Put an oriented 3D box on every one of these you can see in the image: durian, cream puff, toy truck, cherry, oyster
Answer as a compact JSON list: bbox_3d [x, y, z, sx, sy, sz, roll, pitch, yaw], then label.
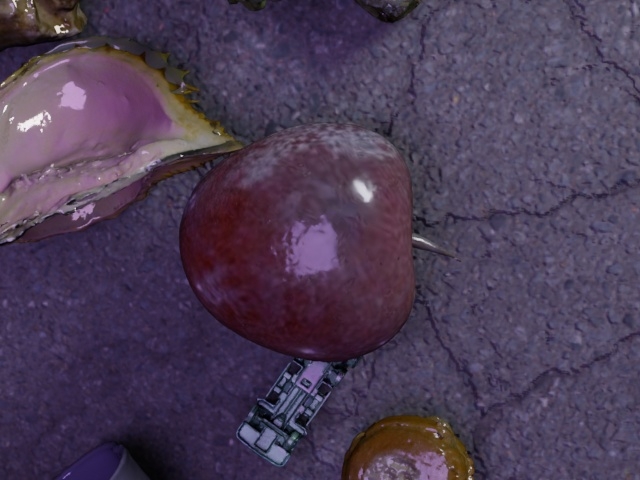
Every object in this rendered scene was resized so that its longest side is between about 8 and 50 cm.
[{"bbox_3d":[-0.250,-0.114,1.638,0.305,0.185,0.196,-25,81,4],"label":"durian"},{"bbox_3d":[0.092,0.246,1.654,0.144,0.103,0.126,-17,83,14],"label":"cream puff"},{"bbox_3d":[-0.018,0.155,1.685,0.067,0.081,0.175,35,86,3],"label":"toy truck"},{"bbox_3d":[0.000,0.000,1.567,0.285,0.213,0.236,7,72,1],"label":"cherry"},{"bbox_3d":[-0.348,-0.246,1.643,0.341,0.166,0.110,-15,91,-1],"label":"oyster"}]

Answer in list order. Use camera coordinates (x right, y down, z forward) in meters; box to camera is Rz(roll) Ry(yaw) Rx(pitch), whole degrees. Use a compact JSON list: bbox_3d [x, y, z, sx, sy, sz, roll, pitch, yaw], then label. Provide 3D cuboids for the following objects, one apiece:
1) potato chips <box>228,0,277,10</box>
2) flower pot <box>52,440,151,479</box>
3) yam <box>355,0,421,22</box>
[{"bbox_3d":[-0.032,-0.431,1.517,0.389,0.097,0.373,-52,55,11],"label":"potato chips"},{"bbox_3d":[-0.227,0.387,1.690,0.265,0.265,0.243,-39,105,16],"label":"flower pot"},{"bbox_3d":[0.028,-0.294,1.580,0.179,0.078,0.078,40,105,1],"label":"yam"}]
